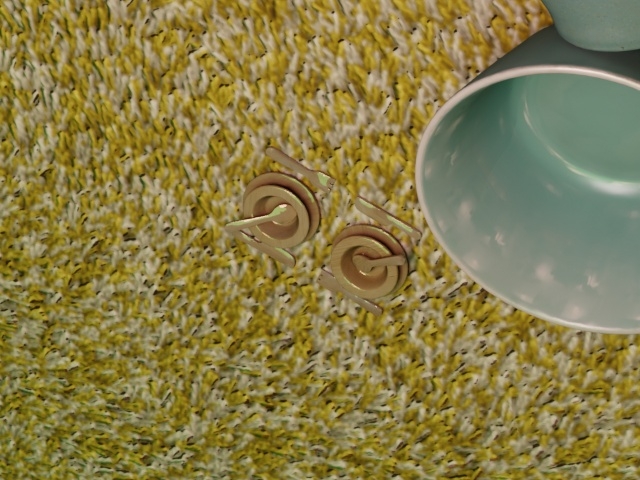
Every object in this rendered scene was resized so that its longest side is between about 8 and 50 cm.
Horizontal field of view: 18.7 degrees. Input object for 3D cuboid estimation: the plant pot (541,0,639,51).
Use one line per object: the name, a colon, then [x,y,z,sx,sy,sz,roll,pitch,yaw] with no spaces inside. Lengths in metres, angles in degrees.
plant pot: [0.246,-0.307,1.599,0.271,0.272,0.255,-7,124,29]

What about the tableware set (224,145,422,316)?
tableware set: [0.000,0.000,2.024,0.194,0.039,0.128,30,127,7]

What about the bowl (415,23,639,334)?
bowl: [0.255,-0.079,1.759,0.311,0.163,0.312,13,136,13]
